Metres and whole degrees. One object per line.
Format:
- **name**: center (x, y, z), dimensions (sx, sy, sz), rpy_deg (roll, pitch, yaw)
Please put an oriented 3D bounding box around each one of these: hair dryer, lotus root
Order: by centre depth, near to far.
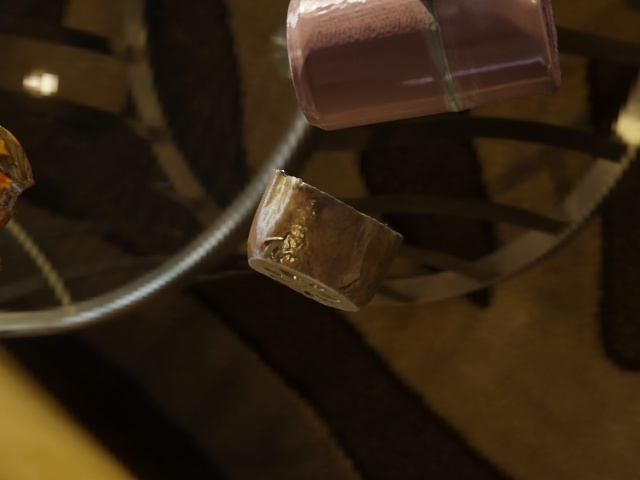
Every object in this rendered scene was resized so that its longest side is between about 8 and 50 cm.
- **hair dryer**: center (0.057, -0.255, 1.512), dimensions (0.210, 0.125, 0.352), rpy_deg (-9, 125, 13)
- **lotus root**: center (0.001, 0.000, 1.523), dimensions (0.112, 0.122, 0.081), rpy_deg (5, 68, 65)

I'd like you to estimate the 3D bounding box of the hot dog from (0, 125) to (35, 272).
- **hot dog**: center (-0.327, 0.011, 1.083), dimensions (0.348, 0.158, 0.117), rpy_deg (-8, 115, 14)
